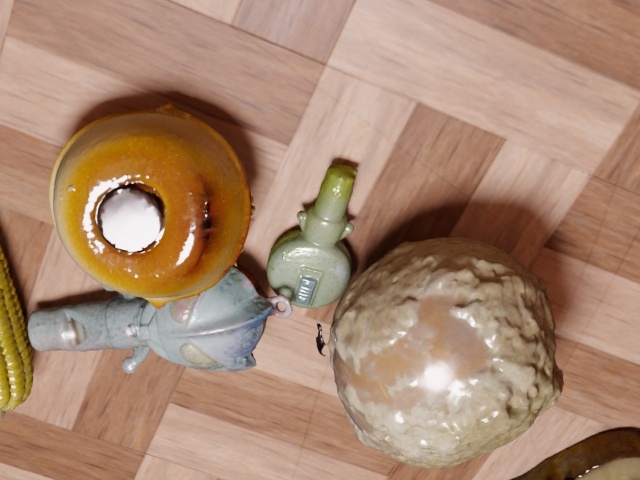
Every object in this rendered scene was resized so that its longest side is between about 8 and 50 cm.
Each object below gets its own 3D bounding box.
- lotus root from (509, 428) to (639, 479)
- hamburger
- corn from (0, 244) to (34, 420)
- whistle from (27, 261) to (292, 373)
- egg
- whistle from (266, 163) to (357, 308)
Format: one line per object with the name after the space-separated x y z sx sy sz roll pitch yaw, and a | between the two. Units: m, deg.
0.409 0.432 1.439 0.390 0.111 0.375 6 123 3 | lotus root
-0.185 -0.040 1.116 0.237 0.147 0.237 1 104 5 | hamburger
-0.434 0.084 1.238 0.130 0.130 0.347 0 121 3 | corn
-0.197 0.096 1.244 0.346 0.133 0.142 -7 127 19 | whistle
0.140 0.128 1.159 0.279 0.279 0.310 14 149 -6 | egg
0.000 0.000 1.195 0.104 0.057 0.198 15 125 -8 | whistle
